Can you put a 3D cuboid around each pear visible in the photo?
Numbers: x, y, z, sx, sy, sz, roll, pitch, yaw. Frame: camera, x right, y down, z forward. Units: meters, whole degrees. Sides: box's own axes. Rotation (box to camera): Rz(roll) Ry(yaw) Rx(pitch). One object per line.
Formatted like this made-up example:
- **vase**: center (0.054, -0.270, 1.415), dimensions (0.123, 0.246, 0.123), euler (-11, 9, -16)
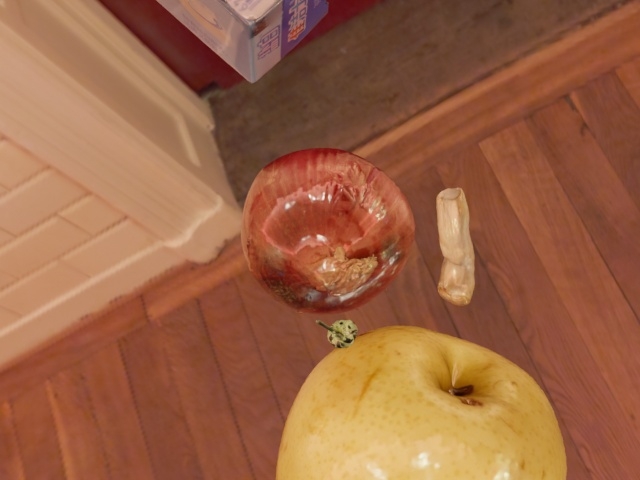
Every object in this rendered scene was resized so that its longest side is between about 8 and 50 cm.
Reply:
- **pear**: center (0.095, 0.245, 0.986), dimensions (0.309, 0.309, 0.309), euler (-9, 67, 21)

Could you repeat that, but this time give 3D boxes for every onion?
- **onion**: center (0.013, -0.011, 1.836), dimensions (0.354, 0.353, 0.353), euler (-9, 67, 21)

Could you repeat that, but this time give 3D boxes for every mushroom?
- **mushroom**: center (0.198, 0.011, 1.405), dimensions (0.059, 0.202, 0.054), euler (16, 40, 30)

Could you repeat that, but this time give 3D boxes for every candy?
- **candy**: center (0.011, 0.068, 0.731), dimensions (0.025, 0.083, 0.023), euler (3, 76, 16)

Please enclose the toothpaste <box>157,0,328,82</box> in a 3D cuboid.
- **toothpaste**: center (-0.109, -0.178, 0.384), dimensions (0.272, 0.066, 0.053), euler (42, 81, 6)
